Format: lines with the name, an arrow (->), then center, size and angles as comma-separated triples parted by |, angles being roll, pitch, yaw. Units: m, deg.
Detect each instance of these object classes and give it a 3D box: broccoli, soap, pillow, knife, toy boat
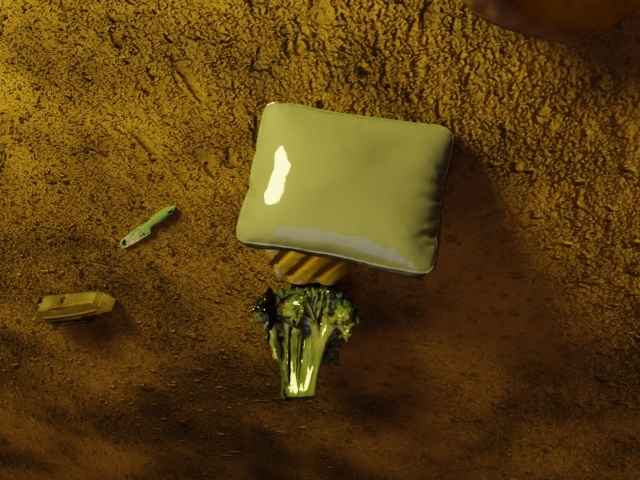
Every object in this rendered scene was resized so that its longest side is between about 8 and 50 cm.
broccoli -> -0.050, 0.214, 1.235 | 0.263, 0.243, 0.247 | -24, 143, 39
soap -> 0.000, 0.000, 1.131 | 0.160, 0.080, 0.257 | 35, 131, -17
pillow -> 0.040, -0.086, 0.947 | 0.323, 0.255, 0.120 | 9, 170, 3
knife -> -0.364, -0.026, 1.239 | 0.207, 0.014, 0.030 | -27, 122, 35
toy boat -> -0.607, 0.170, 1.453 | 0.226, 0.068, 0.088 | -8, 136, 16

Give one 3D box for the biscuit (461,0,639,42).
biscuit -> 0.213, -0.399, 0.517 | 0.429, 0.446, 0.104 | 38, 171, -29
